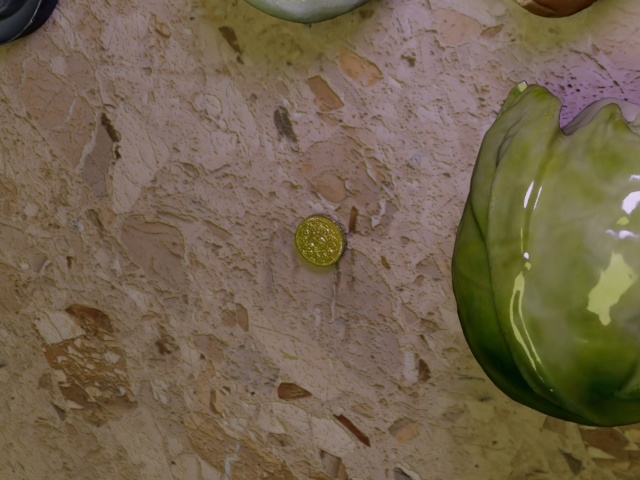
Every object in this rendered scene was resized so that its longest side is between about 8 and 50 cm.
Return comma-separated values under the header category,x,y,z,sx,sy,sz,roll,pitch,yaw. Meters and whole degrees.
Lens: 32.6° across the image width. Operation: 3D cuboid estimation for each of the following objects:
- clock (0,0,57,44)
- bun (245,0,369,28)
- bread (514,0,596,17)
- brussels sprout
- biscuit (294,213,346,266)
category,x,y,z,sx,sy,sz,roll,pitch,yaw
clock,-0.556,-0.474,1.797,0.312,0.061,0.313,8,110,24
bun,-0.016,-0.437,1.487,0.283,0.179,0.283,0,106,1
bread,0.349,-0.415,1.299,0.195,0.149,0.344,26,127,-31
brussels sprout,0.333,0.038,1.314,0.425,0.342,0.361,24,76,41
biscuit,0.000,0.000,1.704,0.084,0.023,0.084,9,112,22
